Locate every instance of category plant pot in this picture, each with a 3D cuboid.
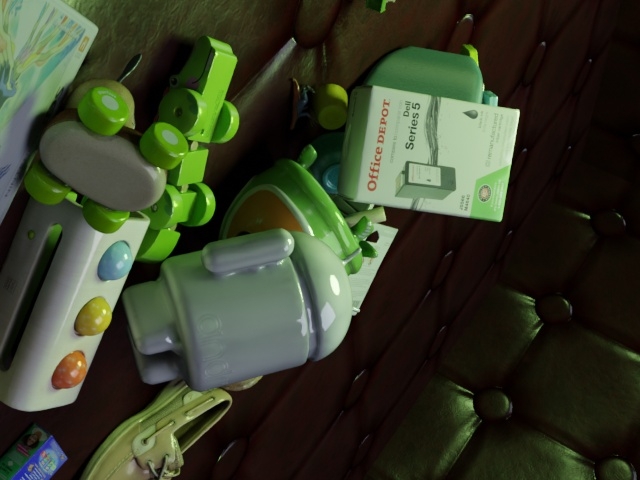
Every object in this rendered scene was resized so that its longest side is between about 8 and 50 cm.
[{"bbox_3d":[0.207,-0.248,1.850,0.247,0.247,0.252,84,22,-55],"label":"plant pot"}]

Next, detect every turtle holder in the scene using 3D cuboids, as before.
[{"bbox_3d":[-0.060,-0.005,1.597,0.227,0.243,0.320,-37,-170,-8],"label":"turtle holder"}]

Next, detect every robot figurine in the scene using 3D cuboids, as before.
[{"bbox_3d":[-0.104,0.100,1.344,0.354,0.199,0.299,-14,143,-16],"label":"robot figurine"}]

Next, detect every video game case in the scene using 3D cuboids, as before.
[{"bbox_3d":[-0.340,-0.116,0.905,0.299,0.036,0.329,-63,179,2],"label":"video game case"}]

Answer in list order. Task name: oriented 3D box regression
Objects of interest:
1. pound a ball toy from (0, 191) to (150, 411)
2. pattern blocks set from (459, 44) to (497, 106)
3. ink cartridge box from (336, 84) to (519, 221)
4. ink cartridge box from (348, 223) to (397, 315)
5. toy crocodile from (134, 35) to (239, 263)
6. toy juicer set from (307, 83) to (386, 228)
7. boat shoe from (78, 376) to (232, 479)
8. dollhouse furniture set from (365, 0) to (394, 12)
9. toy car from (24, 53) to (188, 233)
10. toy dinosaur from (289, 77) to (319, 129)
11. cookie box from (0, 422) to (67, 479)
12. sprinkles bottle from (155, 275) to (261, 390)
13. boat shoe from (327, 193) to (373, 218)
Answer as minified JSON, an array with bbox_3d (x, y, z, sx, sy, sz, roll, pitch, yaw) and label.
[{"bbox_3d":[-0.353,0.098,1.150,0.319,0.136,0.208,-66,158,9],"label":"pound a ball toy"},{"bbox_3d":[0.321,-0.287,2.016,0.026,0.324,0.285,-6,127,-9],"label":"pattern blocks set"},{"bbox_3d":[0.183,-0.149,1.583,0.115,0.273,0.198,-151,-112,-74],"label":"ink cartridge box"},{"bbox_3d":[0.062,0.058,2.114,0.238,0.060,0.275,-65,157,6],"label":"ink cartridge box"},{"bbox_3d":[-0.201,-0.121,1.289,0.115,0.105,0.340,-11,122,-64],"label":"toy crocodile"},{"bbox_3d":[0.066,-0.140,1.733,0.089,0.209,0.328,-101,-163,-49],"label":"toy juicer set"},{"bbox_3d":[-0.295,0.369,1.630,0.341,0.110,0.121,-47,154,-33],"label":"boat shoe"},{"bbox_3d":[0.133,-0.462,1.628,0.152,0.076,0.058,-41,151,-40],"label":"dollhouse furniture set"},{"bbox_3d":[-0.246,-0.134,1.085,0.155,0.149,0.188,-42,-148,32],"label":"toy car"},{"bbox_3d":[-0.042,-0.233,1.595,0.090,0.047,0.082,28,106,-32],"label":"toy dinosaur"},{"bbox_3d":[-0.440,0.341,1.372,0.107,0.040,0.091,-50,156,-28],"label":"cookie box"},{"bbox_3d":[-0.185,0.157,1.607,0.121,0.121,0.355,-54,157,-17],"label":"sprinkles bottle"},{"bbox_3d":[0.001,0.002,1.852,0.320,0.118,0.103,-55,164,-5],"label":"boat shoe"}]
